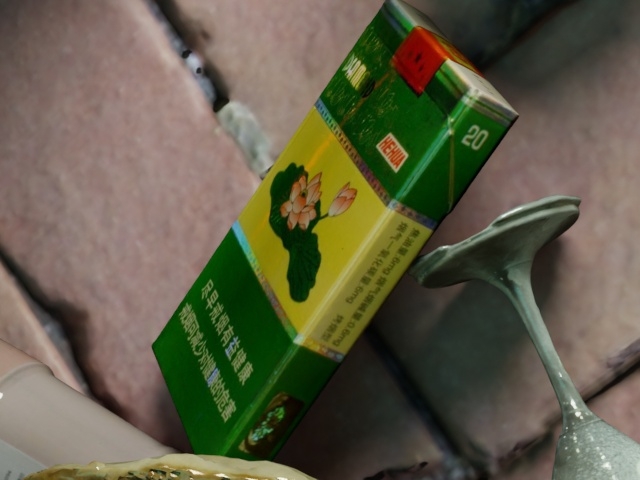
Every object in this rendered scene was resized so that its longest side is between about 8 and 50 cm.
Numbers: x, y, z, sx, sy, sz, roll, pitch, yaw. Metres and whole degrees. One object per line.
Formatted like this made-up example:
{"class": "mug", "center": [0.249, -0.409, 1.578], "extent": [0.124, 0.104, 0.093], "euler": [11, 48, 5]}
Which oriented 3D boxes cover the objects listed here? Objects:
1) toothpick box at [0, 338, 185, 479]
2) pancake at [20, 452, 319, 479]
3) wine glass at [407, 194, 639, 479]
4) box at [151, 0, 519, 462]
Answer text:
{"class": "toothpick box", "center": [-0.144, 0.128, 0.984], "extent": [0.149, 0.098, 0.098], "euler": [29, 101, 19]}
{"class": "pancake", "center": [-0.056, 0.278, 0.915], "extent": [0.386, 0.082, 0.387], "euler": [2, 107, 7]}
{"class": "wine glass", "center": [0.117, 0.078, 0.872], "extent": [0.122, 0.122, 0.183], "euler": [-30, 75, 20]}
{"class": "box", "center": [0.000, 0.000, 0.917], "extent": [0.235, 0.034, 0.132], "euler": [-56, 29, 14]}
